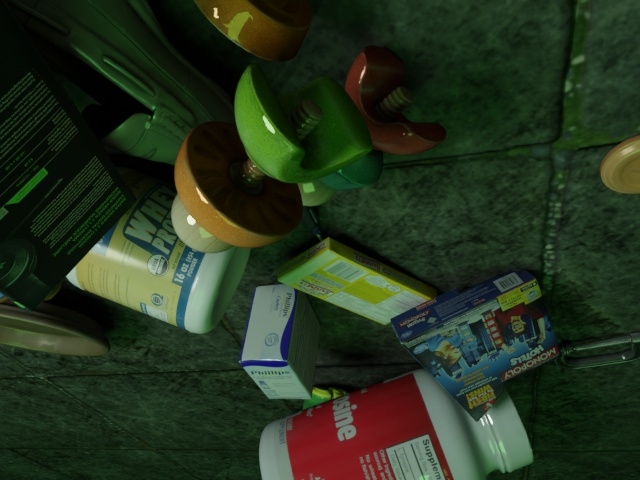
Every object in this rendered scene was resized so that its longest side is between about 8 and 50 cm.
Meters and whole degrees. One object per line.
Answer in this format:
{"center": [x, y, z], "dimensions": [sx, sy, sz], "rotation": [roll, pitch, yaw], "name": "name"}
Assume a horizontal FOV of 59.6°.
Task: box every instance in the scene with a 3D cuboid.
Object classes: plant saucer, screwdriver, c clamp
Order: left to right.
{"center": [-0.475, 0.134, 0.891], "dimensions": [0.278, 0.041, 0.278], "rotation": [6, 157, 2], "name": "plant saucer"}
{"center": [0.000, 0.000, 0.705], "dimensions": [0.024, 0.025, 0.169], "rotation": [-7, 141, 17], "name": "screwdriver"}
{"center": [0.445, 0.168, 0.878], "dimensions": [0.161, 0.022, 0.137], "rotation": [-20, 141, 28], "name": "c clamp"}
{"center": [0.331, -0.075, 0.569], "dimensions": [0.084, 0.013, 0.083], "rotation": [4, 143, 3], "name": "plant saucer"}

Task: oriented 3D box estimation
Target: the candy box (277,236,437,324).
{"center": [0.054, 0.061, 0.764], "dimensions": [0.206, 0.027, 0.105], "rotation": [26, 142, -33], "name": "candy box"}

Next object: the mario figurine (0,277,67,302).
{"center": [-0.427, -0.046, 0.656], "dimensions": [0.198, 0.170, 0.320], "rotation": [-34, 152, -7], "name": "mario figurine"}

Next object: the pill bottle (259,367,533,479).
{"center": [0.124, 0.353, 0.936], "dimensions": [0.408, 0.229, 0.229], "rotation": [-21, 139, 3], "name": "pill bottle"}

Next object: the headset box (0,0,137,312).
{"center": [-0.295, -0.099, 0.388], "dimensions": [0.246, 0.131, 0.283], "rotation": [32, 160, 14], "name": "headset box"}

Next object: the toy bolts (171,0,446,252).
{"center": [-0.035, -0.100, 0.466], "dimensions": [0.229, 0.218, 0.158], "rotation": [-6, 155, -49], "name": "toy bolts"}

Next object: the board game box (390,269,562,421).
{"center": [0.226, 0.154, 0.785], "dimensions": [0.194, 0.060, 0.194], "rotation": [-26, 118, 4], "name": "board game box"}

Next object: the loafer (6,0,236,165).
{"center": [-0.156, -0.117, 0.477], "dimensions": [0.112, 0.111, 0.319], "rotation": [13, 152, 44], "name": "loafer"}

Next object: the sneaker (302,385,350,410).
{"center": [0.003, 0.386, 1.136], "dimensions": [0.110, 0.123, 0.295], "rotation": [9, 140, -5], "name": "sneaker"}

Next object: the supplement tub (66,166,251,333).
{"center": [-0.189, 0.005, 0.618], "dimensions": [0.200, 0.144, 0.144], "rotation": [21, 143, 2], "name": "supplement tub"}

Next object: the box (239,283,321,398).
{"center": [-0.055, 0.152, 0.831], "dimensions": [0.072, 0.126, 0.137], "rotation": [-3, 142, 15], "name": "box"}
